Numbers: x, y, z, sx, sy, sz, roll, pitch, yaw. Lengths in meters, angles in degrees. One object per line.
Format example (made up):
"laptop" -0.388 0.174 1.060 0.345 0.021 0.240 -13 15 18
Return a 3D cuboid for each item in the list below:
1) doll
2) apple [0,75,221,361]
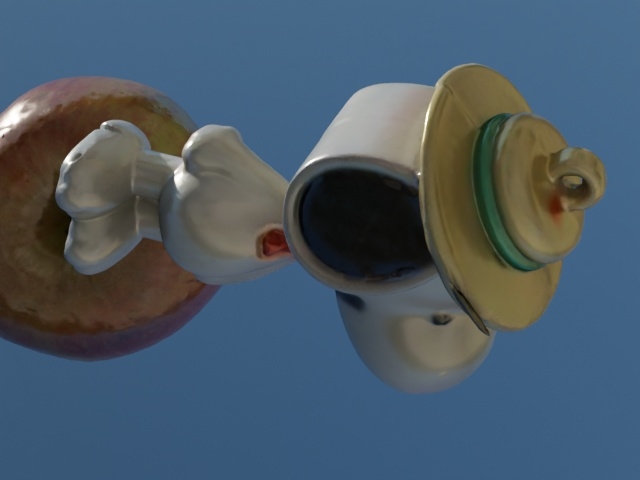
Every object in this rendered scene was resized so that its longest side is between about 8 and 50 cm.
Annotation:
"doll" -0.007 -0.017 0.663 0.271 0.208 0.144 25 -137 7
"apple" -0.226 -0.023 1.284 0.301 0.301 0.301 12 -108 -41
